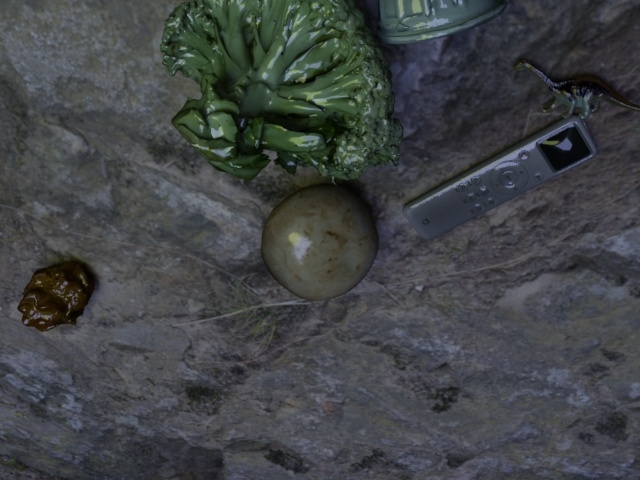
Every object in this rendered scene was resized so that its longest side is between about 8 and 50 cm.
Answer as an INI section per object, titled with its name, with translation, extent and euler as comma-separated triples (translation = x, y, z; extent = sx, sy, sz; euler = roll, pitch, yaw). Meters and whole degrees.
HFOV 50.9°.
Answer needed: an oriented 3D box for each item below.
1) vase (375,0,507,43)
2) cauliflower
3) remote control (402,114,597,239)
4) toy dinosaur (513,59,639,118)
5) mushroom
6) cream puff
[vase]
translation = 0.092, -0.362, 0.661
extent = 0.143, 0.143, 0.298
euler = -8, 120, 15
[cauliflower]
translation = -0.052, -0.156, 0.752
extent = 0.275, 0.250, 0.272
euler = 0, 129, 51
[remote control]
translation = 0.232, -0.076, 0.891
extent = 0.261, 0.029, 0.067
euler = -29, 115, 26
[toy dinosaur]
translation = 0.316, -0.169, 0.809
extent = 0.180, 0.037, 0.058
euler = 14, 130, 2
[mushroom]
translation = 0.000, 0.000, 0.932
extent = 0.166, 0.127, 0.166
euler = -8, 122, -12
[cream puff]
translation = -0.420, 0.092, 1.083
extent = 0.094, 0.122, 0.116
euler = 23, 165, 4
